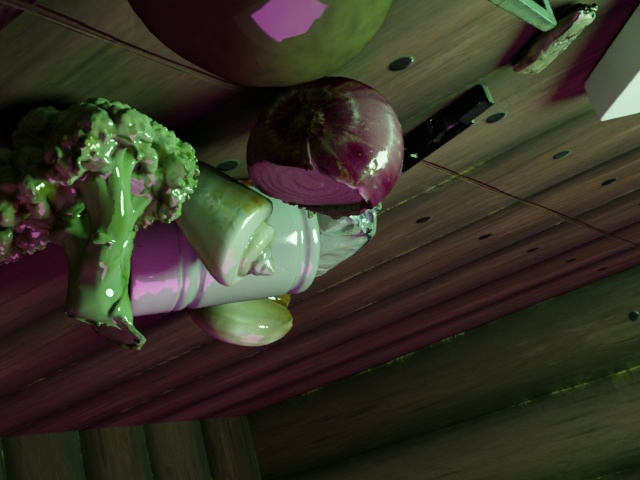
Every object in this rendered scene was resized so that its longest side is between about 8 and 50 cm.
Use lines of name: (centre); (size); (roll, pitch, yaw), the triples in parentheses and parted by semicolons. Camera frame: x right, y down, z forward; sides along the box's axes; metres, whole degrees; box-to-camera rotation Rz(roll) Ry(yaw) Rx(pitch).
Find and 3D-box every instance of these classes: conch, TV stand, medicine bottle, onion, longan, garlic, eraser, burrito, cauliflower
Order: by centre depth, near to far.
longan: (-0.053, -0.244, 0.727); (0.248, 0.248, 0.248); (-14, 162, -5)
cauliflower: (-0.298, -0.041, 1.048); (0.260, 0.281, 0.327); (21, 140, -15)
onion: (0.011, -0.135, 1.155); (0.200, 0.200, 0.207); (-3, -178, -34)
conch: (-0.142, -0.051, 1.204); (0.127, 0.255, 0.158); (-35, 174, 4)
burrito: (0.331, -0.285, 1.211); (0.051, 0.042, 0.171); (-20, 166, -23)
eraser: (0.494, -0.286, 1.287); (0.078, 0.076, 0.298); (-14, 163, -8)
medicine bottle: (-0.180, 0.006, 1.383); (0.316, 0.202, 0.202); (-6, 160, -28)
TV stand: (0.190, -0.178, 1.417); (0.042, 0.036, 0.249); (1, 155, -39)
burrito: (0.000, 0.000, 1.684); (0.139, 0.101, 0.445); (15, 147, -33)
garlic: (-0.169, 0.134, 1.841); (0.228, 0.217, 0.110); (3, 124, -12)

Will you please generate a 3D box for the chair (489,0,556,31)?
chair: (0.191, -0.321, 0.825); (0.270, 0.136, 0.147); (5, 154, -45)
